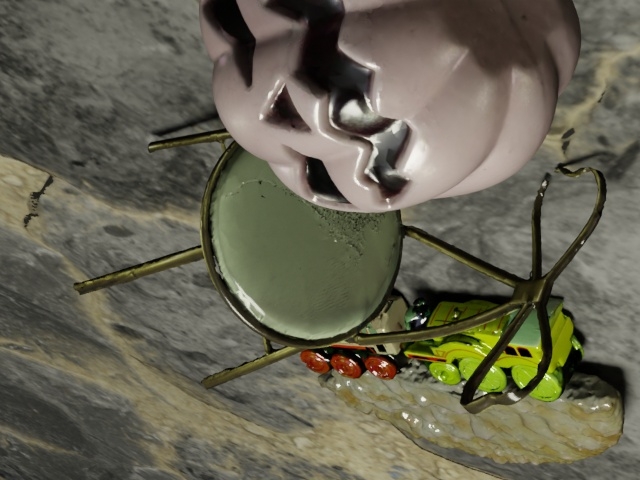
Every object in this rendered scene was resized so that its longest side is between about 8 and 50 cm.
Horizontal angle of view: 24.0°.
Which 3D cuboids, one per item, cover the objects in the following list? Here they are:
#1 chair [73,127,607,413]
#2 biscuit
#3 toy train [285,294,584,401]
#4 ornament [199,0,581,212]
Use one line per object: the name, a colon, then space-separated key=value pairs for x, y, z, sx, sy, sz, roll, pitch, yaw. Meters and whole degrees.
chair: x=0.000 y=0.000 z=0.938 sx=0.170 sy=0.160 sz=0.325 roll=38 pitch=155 yaw=-25
biscuit: x=0.129 y=0.135 z=1.190 sx=0.289 sy=0.038 sz=0.141 roll=3 pitch=147 yaw=40
toy train: x=0.074 y=0.071 z=1.111 sx=0.249 sy=0.053 sz=0.085 roll=2 pitch=137 yaw=39
ornament: x=0.028 y=-0.099 z=0.709 sx=0.177 sy=0.178 sz=0.177 roll=20 pitch=153 yaw=11
